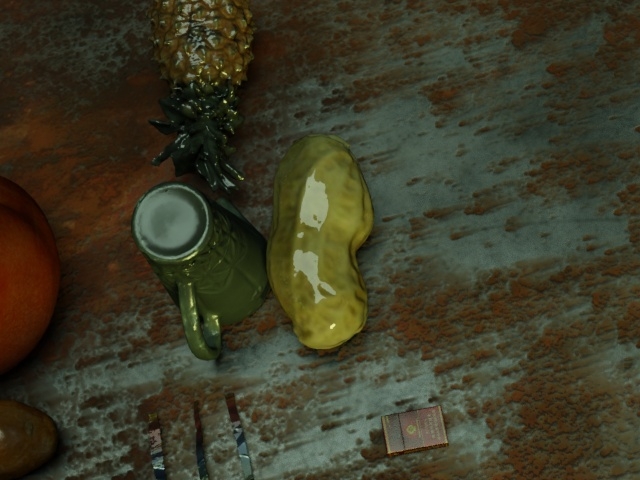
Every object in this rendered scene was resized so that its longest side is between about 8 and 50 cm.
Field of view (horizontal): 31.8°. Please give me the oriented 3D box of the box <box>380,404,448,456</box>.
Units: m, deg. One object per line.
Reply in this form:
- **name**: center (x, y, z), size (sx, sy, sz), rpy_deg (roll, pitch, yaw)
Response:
- **box**: center (0.123, 0.249, 1.468), size (0.082, 0.023, 0.052), rpy_deg (-10, 65, 2)

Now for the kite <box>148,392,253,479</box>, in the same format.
- **kite**: center (-0.138, 0.378, 1.448), size (0.204, 0.022, 0.361), rpy_deg (-17, 66, -1)

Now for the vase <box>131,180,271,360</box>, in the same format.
- **vase**: center (-0.158, 0.025, 1.465), size (0.156, 0.301, 0.251), rpy_deg (-2, 75, 7)

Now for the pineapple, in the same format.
- **pineapple**: center (-0.171, -0.216, 1.651), size (0.169, 0.169, 0.341), rpy_deg (-7, 72, 4)

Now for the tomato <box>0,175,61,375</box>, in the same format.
- **tomato**: center (-0.529, 0.053, 1.500), size (0.341, 0.273, 0.341), rpy_deg (2, 22, -1)

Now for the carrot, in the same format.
- **carrot**: center (-0.459, 0.271, 1.483), size (0.224, 0.159, 0.159), rpy_deg (-6, 65, -10)

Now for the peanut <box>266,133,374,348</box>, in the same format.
- **peanut**: center (0.000, 0.000, 1.533), size (0.146, 0.147, 0.306), rpy_deg (2, 68, 8)
